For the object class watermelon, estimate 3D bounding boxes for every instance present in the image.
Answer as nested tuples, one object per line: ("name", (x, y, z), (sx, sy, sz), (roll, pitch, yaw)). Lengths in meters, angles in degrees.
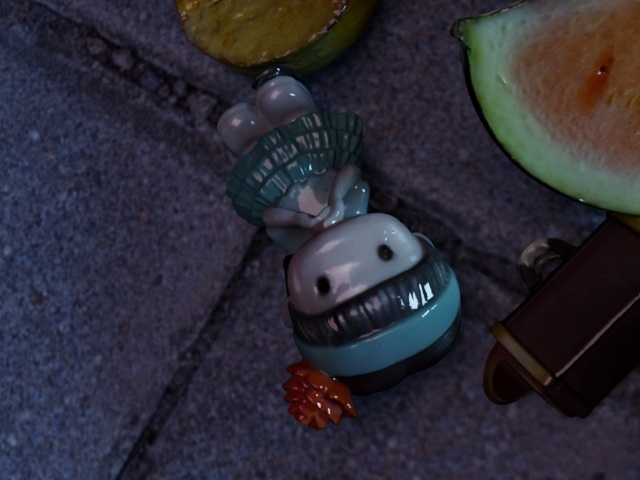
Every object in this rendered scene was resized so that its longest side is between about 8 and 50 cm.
("watermelon", (0.232, -0.118, 0.558), (0.303, 0.128, 0.159), (-17, 117, 3))

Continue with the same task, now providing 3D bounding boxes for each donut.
("donut", (-0.024, -0.212, 0.697), (0.174, 0.074, 0.190), (3, 78, 21))

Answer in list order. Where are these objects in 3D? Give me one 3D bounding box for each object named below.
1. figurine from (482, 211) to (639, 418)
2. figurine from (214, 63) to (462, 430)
("figurine", (0.159, 0.045, 0.577), (0.154, 0.082, 0.098), (-45, 54, 7))
("figurine", (0.000, 0.000, 0.629), (0.138, 0.110, 0.246), (-34, 64, 12))
